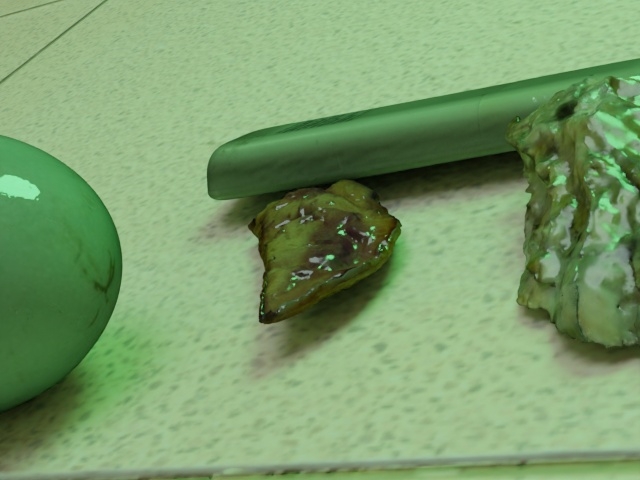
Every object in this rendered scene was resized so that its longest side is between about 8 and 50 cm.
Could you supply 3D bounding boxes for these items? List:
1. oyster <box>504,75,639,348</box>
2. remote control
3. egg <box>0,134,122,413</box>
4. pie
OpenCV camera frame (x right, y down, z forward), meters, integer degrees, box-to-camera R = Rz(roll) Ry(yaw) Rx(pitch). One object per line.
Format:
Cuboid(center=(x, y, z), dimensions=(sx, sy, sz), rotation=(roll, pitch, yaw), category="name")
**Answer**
Cuboid(center=(0.149, -0.022, 0.618), dimensions=(0.133, 0.072, 0.209), rotation=(-17, 26, 19), category="oyster")
Cuboid(center=(0.068, -0.068, 0.808), dimensions=(0.310, 0.038, 0.090), rotation=(-8, 12, 27), category="remote control")
Cuboid(center=(-0.217, 0.021, 0.723), dimensions=(0.231, 0.168, 0.168), rotation=(-8, 28, 21), category="egg")
Cuboid(center=(0.000, 0.000, 0.741), dimensions=(0.092, 0.034, 0.170), rotation=(-20, 20, -2), category="pie")
